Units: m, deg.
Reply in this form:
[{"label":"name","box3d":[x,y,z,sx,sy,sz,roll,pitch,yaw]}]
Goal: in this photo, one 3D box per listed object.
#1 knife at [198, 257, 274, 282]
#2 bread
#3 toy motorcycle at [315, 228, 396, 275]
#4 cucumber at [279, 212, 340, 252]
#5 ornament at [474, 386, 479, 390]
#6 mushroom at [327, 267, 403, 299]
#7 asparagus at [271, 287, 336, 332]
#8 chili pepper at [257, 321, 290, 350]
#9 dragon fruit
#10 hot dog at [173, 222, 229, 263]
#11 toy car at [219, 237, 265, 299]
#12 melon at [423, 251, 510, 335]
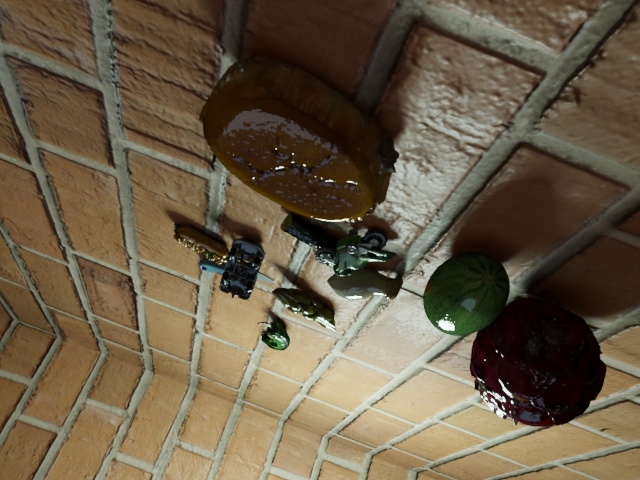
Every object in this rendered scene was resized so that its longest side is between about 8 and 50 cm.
[{"label":"knife","box3d":[-0.265,0.095,1.897,0.244,0.032,0.058,12,141,6]},{"label":"bread","box3d":[-0.038,-0.177,1.155,0.388,0.183,0.236,30,146,-16]},{"label":"toy motorcycle","box3d":[0.085,0.035,1.505,0.190,0.074,0.106,-19,123,18]},{"label":"cucumber","box3d":[0.000,0.000,1.553,0.214,0.052,0.058,29,170,-16]},{"label":"ornament","box3d":[0.511,0.322,1.705,0.153,0.166,0.196,1,130,28]},{"label":"mushroom","box3d":[0.120,0.120,1.640,0.212,0.088,0.097,3,156,17]},{"label":"asparagus","box3d":[-0.038,0.208,1.894,0.287,0.080,0.080,29,150,-30]},{"label":"chili pepper","box3d":[-0.166,0.342,2.197,0.122,0.065,0.279,15,154,2]},{"label":"dragon fruit","box3d":[0.521,0.292,1.458,0.329,0.329,0.329,15,150,9]},{"label":"hot dog","box3d":[-0.354,0.011,1.780,0.188,0.055,0.072,28,151,-15]},{"label":"toy car","box3d":[-0.222,0.074,1.748,0.097,0.100,0.191,20,117,-1]},{"label":"melon","box3d":[0.338,0.132,1.434,0.182,0.182,0.288,21,149,-2]}]
